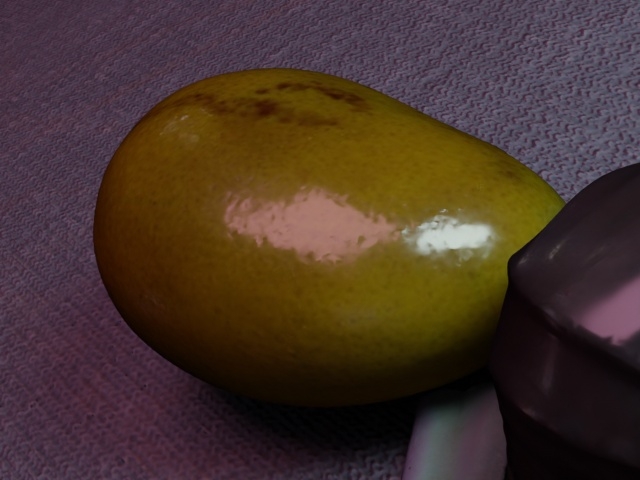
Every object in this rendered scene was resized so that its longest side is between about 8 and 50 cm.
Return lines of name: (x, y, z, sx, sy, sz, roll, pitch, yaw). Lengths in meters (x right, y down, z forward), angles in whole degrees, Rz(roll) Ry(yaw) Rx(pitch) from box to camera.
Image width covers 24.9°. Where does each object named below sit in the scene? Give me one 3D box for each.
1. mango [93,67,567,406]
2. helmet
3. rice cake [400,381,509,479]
mango: (0.000, 0.000, 1.031, 0.378, 0.221, 0.264, 11, 37, 38)
helmet: (0.227, 0.037, 0.831, 0.305, 0.177, 0.225, -35, 36, -14)
rice cake: (0.080, 0.173, 0.897, 0.080, 0.042, 0.222, -7, 38, 22)
